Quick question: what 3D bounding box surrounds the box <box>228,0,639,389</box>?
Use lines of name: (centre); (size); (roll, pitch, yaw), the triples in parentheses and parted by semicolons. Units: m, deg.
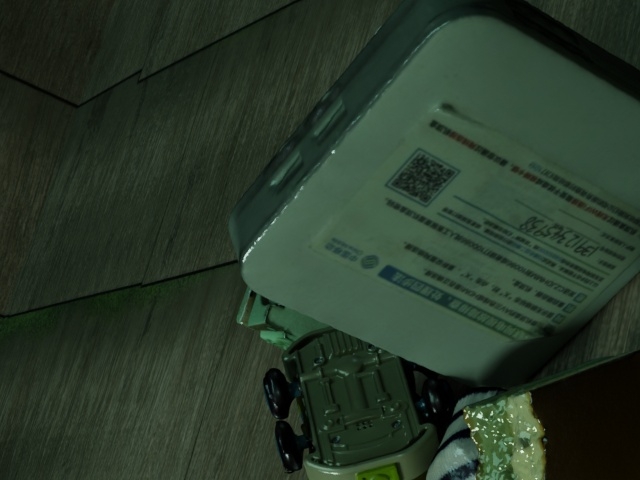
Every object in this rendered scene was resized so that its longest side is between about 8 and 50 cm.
box: (0.159, -0.042, 1.662); (0.396, 0.396, 0.111); (-48, 33, 26)

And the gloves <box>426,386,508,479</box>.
gloves: (0.162, 0.272, 1.682); (0.140, 0.131, 0.218); (-29, 34, 52)

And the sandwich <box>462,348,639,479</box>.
sandwich: (0.238, 0.177, 1.563); (0.108, 0.186, 0.220); (-18, 51, 52)

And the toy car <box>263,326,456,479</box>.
toy car: (0.056, 0.229, 1.851); (0.204, 0.198, 0.248); (-15, 37, 0)

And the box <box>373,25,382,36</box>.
box: (0.127, -0.161, 2.036); (0.135, 0.199, 0.081); (-58, 30, 15)

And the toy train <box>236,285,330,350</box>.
toy train: (0.000, 0.000, 2.206); (0.159, 0.129, 0.326); (-13, 56, 64)
